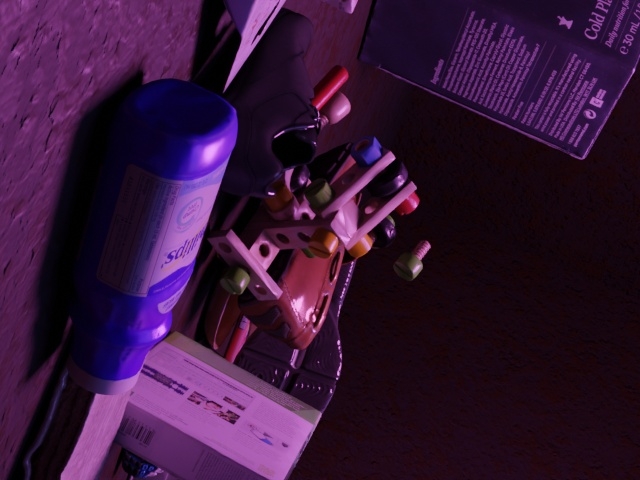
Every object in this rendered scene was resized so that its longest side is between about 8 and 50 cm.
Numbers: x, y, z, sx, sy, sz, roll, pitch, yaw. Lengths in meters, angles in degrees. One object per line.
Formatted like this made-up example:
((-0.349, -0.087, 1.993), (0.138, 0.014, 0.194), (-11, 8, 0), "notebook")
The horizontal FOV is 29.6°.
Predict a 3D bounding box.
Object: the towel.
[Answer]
((-0.234, 0.168, 1.226), (0.187, 0.049, 0.282), (-31, 144, -84), "towel")

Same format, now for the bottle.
((-0.153, 0.006, 1.025), (0.118, 0.092, 0.283), (-50, 164, -59), "bottle")

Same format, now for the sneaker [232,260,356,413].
((-0.059, 0.168, 2.047), (0.257, 0.169, 0.447), (139, -30, -75), "sneaker")

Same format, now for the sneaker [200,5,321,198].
((-0.052, -0.134, 1.238), (0.109, 0.130, 0.286), (106, 8, -46), "sneaker")

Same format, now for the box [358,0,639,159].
((0.392, -0.488, 2.285), (0.297, 0.472, 0.480), (104, 11, -59), "box")

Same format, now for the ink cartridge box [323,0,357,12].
((0.042, -0.370, 1.528), (0.099, 0.056, 0.135), (88, 26, -79), "ink cartridge box")

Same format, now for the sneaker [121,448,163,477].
((-0.216, 0.243, 1.693), (0.190, 0.071, 0.083), (-57, -158, 4), "sneaker")

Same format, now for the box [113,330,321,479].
((-0.130, 0.215, 1.473), (0.058, 0.232, 0.322), (-62, 175, 11), "box")

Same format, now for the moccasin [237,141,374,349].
((0.002, -0.001, 1.818), (0.139, 0.147, 0.380), (-26, -149, 34), "moccasin")

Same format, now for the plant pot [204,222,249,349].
((-0.129, 0.058, 1.908), (0.236, 0.032, 0.236), (24, 90, -86), "plant pot")

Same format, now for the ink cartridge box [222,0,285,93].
((-0.047, -0.277, 1.125), (0.232, 0.066, 0.189), (-55, -174, 49), "ink cartridge box")

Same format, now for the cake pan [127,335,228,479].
((-0.222, 0.296, 1.927), (0.293, 0.054, 0.293), (24, 90, -86), "cake pan")

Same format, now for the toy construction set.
((-0.032, -0.047, 1.573), (0.237, 0.257, 0.309), (-49, 147, -28), "toy construction set")

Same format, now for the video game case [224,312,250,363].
((-0.106, 0.085, 2.331), (0.204, 0.025, 0.285), (-55, 168, -65), "video game case")
